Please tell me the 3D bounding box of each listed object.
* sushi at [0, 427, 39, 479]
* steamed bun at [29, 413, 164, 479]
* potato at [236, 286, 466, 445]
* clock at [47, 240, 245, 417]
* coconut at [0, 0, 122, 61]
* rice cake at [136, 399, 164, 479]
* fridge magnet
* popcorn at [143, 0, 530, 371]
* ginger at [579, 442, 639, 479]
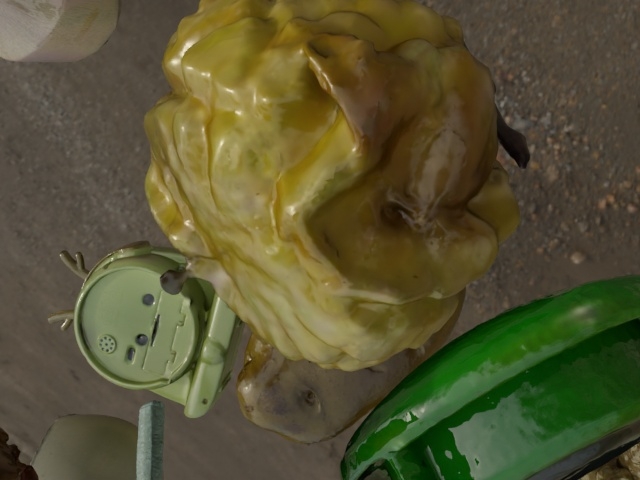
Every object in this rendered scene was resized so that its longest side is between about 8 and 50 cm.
[{"bbox_3d":[-0.220,0.186,0.413,0.196,0.182,0.343,50,169,2],"label":"sushi"},{"bbox_3d":[-0.358,0.436,1.284,0.206,0.324,0.324,17,139,-5],"label":"steamed bun"},{"bbox_3d":[0.046,0.132,1.161,0.195,0.369,0.176,54,-178,27],"label":"potato"},{"bbox_3d":[-0.272,0.119,1.262,0.307,0.096,0.235,17,104,7],"label":"clock"},{"bbox_3d":[-0.419,-0.367,1.211,0.224,0.234,0.224,14,113,36],"label":"coconut"},{"bbox_3d":[-0.230,0.300,1.118,0.033,0.171,0.029,-23,146,30],"label":"rice cake"},{"bbox_3d":[0.107,0.091,0.448,0.088,0.208,0.208,62,145,24],"label":"fridge magnet"},{"bbox_3d":[0.027,-0.078,0.734,0.349,0.381,0.349,38,149,28],"label":"popcorn"},{"bbox_3d":[0.231,0.189,0.634,0.081,0.115,0.205,35,-179,34],"label":"ginger"}]
